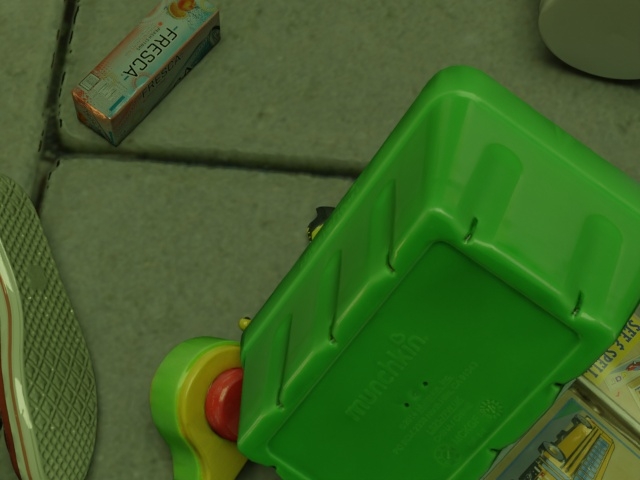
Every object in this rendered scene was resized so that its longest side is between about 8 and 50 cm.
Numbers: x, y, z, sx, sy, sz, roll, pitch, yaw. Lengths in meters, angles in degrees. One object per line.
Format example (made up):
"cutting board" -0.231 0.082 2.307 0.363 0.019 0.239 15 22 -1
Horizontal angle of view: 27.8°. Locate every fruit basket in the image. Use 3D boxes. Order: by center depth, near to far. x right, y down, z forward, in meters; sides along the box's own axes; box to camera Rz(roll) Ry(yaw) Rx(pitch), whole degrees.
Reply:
"fruit basket" 0.129 0.047 1.121 0.283 0.392 0.392 35 67 -4

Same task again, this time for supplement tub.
"supplement tub" 0.348 -0.336 1.429 0.191 0.191 0.272 15 65 4

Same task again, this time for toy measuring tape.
"toy measuring tape" -0.136 0.195 1.198 0.121 0.121 0.330 31 67 11

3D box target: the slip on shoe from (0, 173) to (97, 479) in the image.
"slip on shoe" -0.302 0.097 1.254 0.101 0.123 0.331 -28 71 20

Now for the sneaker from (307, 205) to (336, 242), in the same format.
"sneaker" 0.000 0.000 1.349 0.035 0.031 0.083 13 60 18

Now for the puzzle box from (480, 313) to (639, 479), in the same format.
"puzzle box" 0.175 0.213 1.244 0.272 0.052 0.409 41 70 14

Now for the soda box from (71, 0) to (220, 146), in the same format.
"soda box" -0.187 -0.191 1.406 0.058 0.063 0.183 36 69 13
